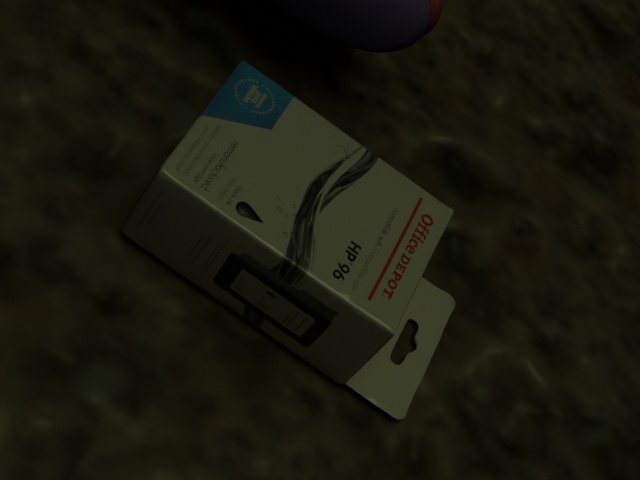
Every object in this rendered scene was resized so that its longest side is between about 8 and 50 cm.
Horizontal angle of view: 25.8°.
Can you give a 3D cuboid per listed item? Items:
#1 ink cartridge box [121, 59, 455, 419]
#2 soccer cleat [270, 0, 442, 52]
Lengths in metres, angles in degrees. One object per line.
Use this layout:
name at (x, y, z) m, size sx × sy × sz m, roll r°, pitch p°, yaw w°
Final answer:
ink cartridge box at (0.000, 0.000, 0.343) m, size 0.083 × 0.028 × 0.048 m, roll 35°, pitch 47°, yaw -6°
soccer cleat at (-0.068, -0.135, 0.379) m, size 0.095 × 0.083 × 0.248 m, roll -39°, pitch 87°, yaw -14°
